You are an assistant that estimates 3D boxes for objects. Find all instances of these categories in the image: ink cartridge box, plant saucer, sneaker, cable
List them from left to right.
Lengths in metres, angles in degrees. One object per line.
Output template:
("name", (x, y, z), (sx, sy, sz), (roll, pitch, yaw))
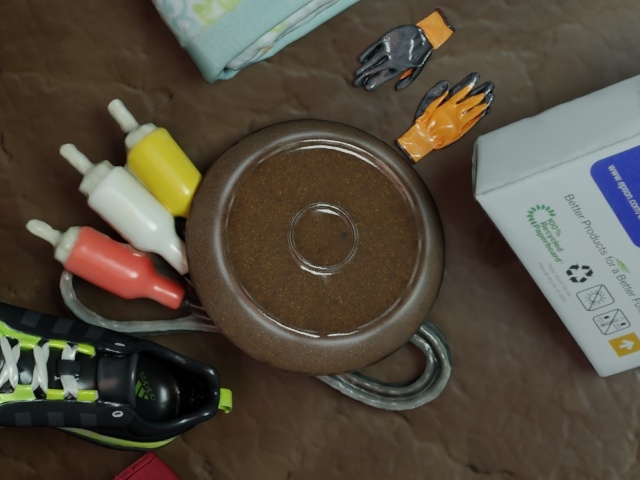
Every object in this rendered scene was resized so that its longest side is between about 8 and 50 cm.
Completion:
("sneaker", (-0.155, 0.076, 1.152), (0.097, 0.234, 0.084), (-17, 67, 44))
("cable", (-0.059, 0.041, 1.198), (0.287, 0.072, 0.139), (35, 94, 7))
("plant saucer", (0.000, 0.000, 1.171), (0.168, 0.029, 0.168), (3, 75, -10))
("ink cartridge box", (0.288, -0.046, 1.053), (0.371, 0.069, 0.176), (-19, 129, 25))

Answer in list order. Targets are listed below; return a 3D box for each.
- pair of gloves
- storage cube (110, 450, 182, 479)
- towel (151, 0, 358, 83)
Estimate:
("pair of gloves", (0.067, -0.100, 1.199), (0.074, 0.010, 0.083), (-35, 86, 11))
("storage cube", (-0.121, 0.278, 1.171), (0.193, 0.183, 0.215), (43, 99, 4))
("towel", (0.000, -0.326, 1.161), (0.374, 0.090, 0.320), (-32, 85, 11))
